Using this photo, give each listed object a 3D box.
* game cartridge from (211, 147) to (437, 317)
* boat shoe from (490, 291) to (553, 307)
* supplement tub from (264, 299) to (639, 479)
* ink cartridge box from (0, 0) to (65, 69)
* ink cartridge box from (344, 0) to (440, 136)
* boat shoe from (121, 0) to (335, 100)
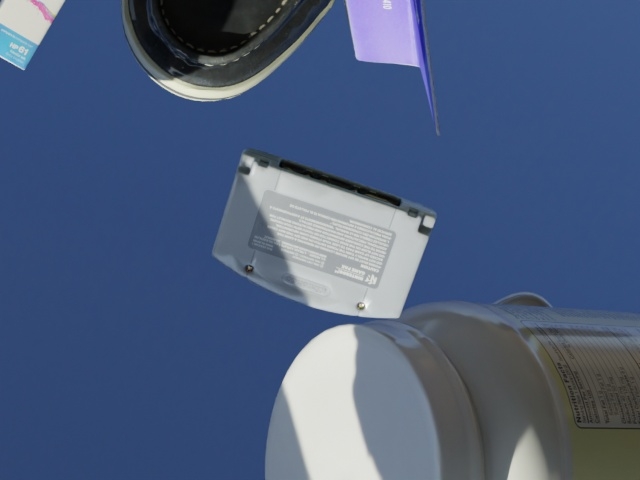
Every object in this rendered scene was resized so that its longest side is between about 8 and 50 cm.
[{"bbox_3d":[0.000,0.000,0.679,0.083,0.056,0.017,19,-159,-1],"label":"game cartridge"},{"bbox_3d":[0.120,0.151,1.490,0.267,0.088,0.096,-44,-97,-6],"label":"boat shoe"},{"bbox_3d":[0.148,0.163,1.176,0.325,0.235,0.235,4,-124,-35],"label":"supplement tub"},{"bbox_3d":[-0.272,-0.232,1.580,0.052,0.088,0.122,29,-80,-14],"label":"ink cartridge box"},{"bbox_3d":[0.024,-0.185,0.859,0.045,0.206,0.208,-10,-114,3],"label":"ink cartridge box"},{"bbox_3d":[-0.003,-0.340,1.299,0.187,0.156,0.500,32,-92,-4],"label":"boat shoe"}]
